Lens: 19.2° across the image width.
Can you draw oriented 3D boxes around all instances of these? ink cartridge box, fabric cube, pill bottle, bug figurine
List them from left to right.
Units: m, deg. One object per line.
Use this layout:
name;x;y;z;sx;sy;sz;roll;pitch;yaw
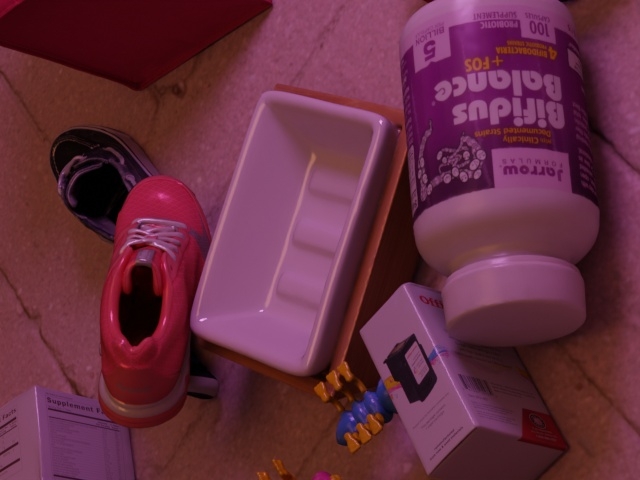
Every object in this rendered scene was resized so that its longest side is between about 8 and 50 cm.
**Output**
fabric cube;-0.239;-0.364;2.195;0.259;0.254;0.258;-27;61;39
bug figurine;0.050;0.260;1.755;0.216;0.072;0.279;-38;53;15
ink cartridge box;0.129;0.135;1.724;0.072;0.127;0.175;-49;46;26
pill bottle;0.164;-0.064;1.719;0.169;0.169;0.301;-24;61;41

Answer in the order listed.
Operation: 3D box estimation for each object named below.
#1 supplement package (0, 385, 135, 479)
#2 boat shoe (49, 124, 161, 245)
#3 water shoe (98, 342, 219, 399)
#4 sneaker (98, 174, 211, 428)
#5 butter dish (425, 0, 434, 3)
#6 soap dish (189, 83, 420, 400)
supplement package;-0.295;0.307;2.121;0.134;0.139;0.244;-33;54;35
boat shoe;-0.259;-0.062;2.228;0.301;0.102;0.108;42;109;46
water shoe;-0.179;0.118;2.106;0.203;0.073;0.080;18;89;48
sneaker;-0.170;0.037;1.984;0.136;0.116;0.314;92;180;-52
butter dish;0.137;-0.318;1.881;0.160;0.118;0.160;36;145;45
soap dish;0.000;0.000;1.915;0.229;0.118;0.291;17;91;49
